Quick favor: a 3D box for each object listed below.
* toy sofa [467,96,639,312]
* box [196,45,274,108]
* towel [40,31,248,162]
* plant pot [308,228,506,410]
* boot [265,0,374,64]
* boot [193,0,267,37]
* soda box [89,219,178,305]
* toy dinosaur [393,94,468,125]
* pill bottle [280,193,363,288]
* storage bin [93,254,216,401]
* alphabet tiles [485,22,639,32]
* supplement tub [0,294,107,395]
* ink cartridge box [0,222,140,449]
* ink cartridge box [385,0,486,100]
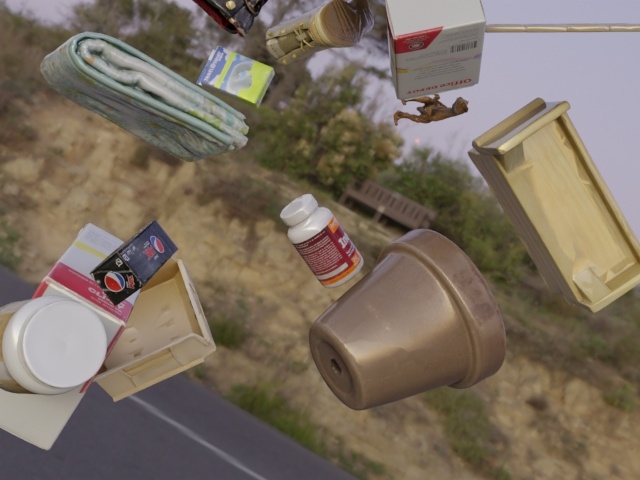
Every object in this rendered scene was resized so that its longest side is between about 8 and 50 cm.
[{"bbox_3d":[0.425,-0.064,1.596,0.362,0.150,0.177,57,-4,-11],"label":"toy sofa"},{"bbox_3d":[-0.218,-0.416,2.274,0.178,0.109,0.042,23,-10,10],"label":"box"},{"bbox_3d":[-0.355,-0.273,1.778,0.374,0.090,0.320,29,-14,-25],"label":"towel"},{"bbox_3d":[0.115,0.144,1.376,0.263,0.229,0.263,45,-29,35],"label":"plant pot"},{"bbox_3d":[-0.022,-0.405,1.771,0.095,0.203,0.262,67,26,-16],"label":"boot"},{"bbox_3d":[-0.062,-0.482,1.621,0.377,0.284,0.138,40,-5,9],"label":"boot"},{"bbox_3d":[-0.253,0.028,1.236,0.060,0.053,0.169,54,16,-9],"label":"soda box"},{"bbox_3d":[0.181,-0.220,1.536,0.112,0.064,0.211,6,9,-17],"label":"toy dinosaur"},{"bbox_3d":[0.000,0.000,1.523,0.152,0.086,0.086,55,-13,-20],"label":"pill bottle"},{"bbox_3d":[-0.399,0.181,2.010,0.123,0.260,0.262,69,-4,-53],"label":"storage bin"},{"bbox_3d":[0.373,-0.331,1.395,0.343,0.011,0.285,2,15,12],"label":"alphabet tiles"},{"bbox_3d":[-0.413,0.156,1.335,0.144,0.144,0.200,31,-24,-29],"label":"supplement tub"},{"bbox_3d":[-0.459,0.157,1.655,0.160,0.279,0.384,30,12,-11],"label":"ink cartridge box"},{"bbox_3d":[0.161,-0.282,1.281,0.127,0.072,0.175,-12,-20,2],"label":"ink cartridge box"}]
